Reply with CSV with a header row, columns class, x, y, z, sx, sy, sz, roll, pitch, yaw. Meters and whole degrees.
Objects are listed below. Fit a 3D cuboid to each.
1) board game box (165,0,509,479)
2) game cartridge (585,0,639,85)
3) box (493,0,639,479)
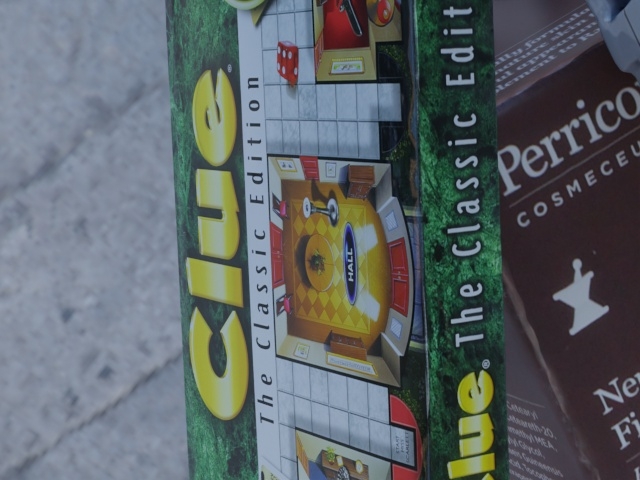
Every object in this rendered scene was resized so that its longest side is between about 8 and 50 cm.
class,x,y,z,sx,sy,sz,roll,pitch,yaw
board game box,0.000,0.000,0.434,0.136,0.030,0.260,8,103,62
game cartridge,0.140,-0.183,0.510,0.198,0.062,0.297,-21,79,-11
box,0.116,0.003,0.633,0.168,0.203,0.167,-31,18,-14
